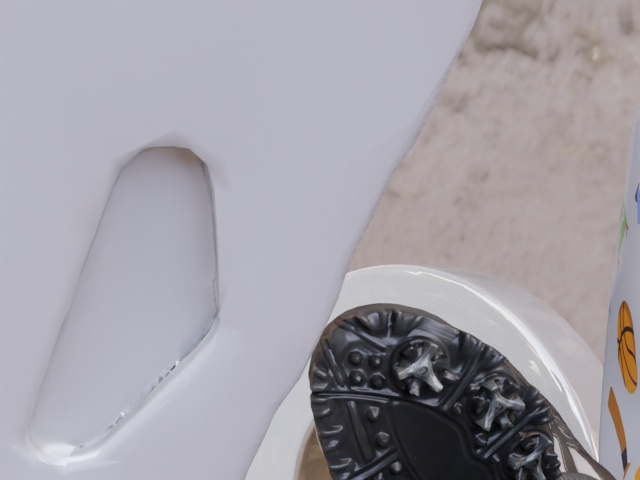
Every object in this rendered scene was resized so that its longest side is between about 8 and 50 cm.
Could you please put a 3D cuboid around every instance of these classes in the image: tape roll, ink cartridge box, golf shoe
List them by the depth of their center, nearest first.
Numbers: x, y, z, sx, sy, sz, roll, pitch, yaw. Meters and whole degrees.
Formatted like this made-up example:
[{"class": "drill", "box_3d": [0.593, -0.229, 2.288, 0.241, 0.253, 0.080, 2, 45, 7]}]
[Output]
[{"class": "ink cartridge box", "box_3d": [-0.108, -0.121, 0.480, 0.166, 0.285, 0.395, 8, 39, -20]}, {"class": "golf shoe", "box_3d": [0.049, 0.077, 0.653, 0.077, 0.198, 0.094, -44, 38, 1]}, {"class": "tape roll", "box_3d": [0.079, 0.212, 1.493, 0.072, 0.392, 0.392, 3, 54, -51]}]

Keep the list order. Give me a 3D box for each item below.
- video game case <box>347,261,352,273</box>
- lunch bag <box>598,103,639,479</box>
[{"class": "video game case", "box_3d": [0.000, 0.000, 1.813, 0.061, 0.269, 0.244, 5, 49, 4]}, {"class": "lunch bag", "box_3d": [0.268, 0.077, 1.023, 0.239, 0.385, 0.327, 3, 86, 21]}]
